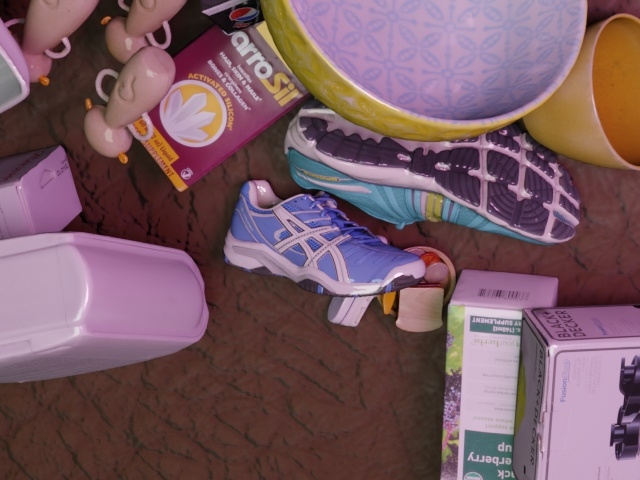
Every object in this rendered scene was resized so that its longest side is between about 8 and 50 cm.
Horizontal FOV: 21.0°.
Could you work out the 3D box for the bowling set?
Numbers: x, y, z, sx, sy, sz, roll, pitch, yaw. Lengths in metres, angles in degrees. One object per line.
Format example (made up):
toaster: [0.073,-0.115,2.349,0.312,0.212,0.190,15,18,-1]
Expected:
bowling set: [-0.190,-0.216,1.522,0.287,0.200,0.154,53,136,9]

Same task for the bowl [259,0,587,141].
bowl: [0.063,-0.199,1.448,0.289,0.289,0.156,42,150,-4]

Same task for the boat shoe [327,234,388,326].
boat shoe: [0.044,0.040,1.634,0.035,0.035,0.100,19,111,-24]

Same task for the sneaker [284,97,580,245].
sneaker: [0.101,-0.058,1.560,0.275,0.107,0.110,18,148,-2]

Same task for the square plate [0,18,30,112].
square plate: [-0.405,-0.242,1.535,0.344,0.049,0.347,57,149,-9]

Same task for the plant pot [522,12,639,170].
plant pot: [0.230,-0.121,1.489,0.095,0.134,0.134,-8,110,41]

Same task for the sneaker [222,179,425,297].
sneaker: [0.000,0.000,1.580,0.211,0.080,0.081,13,104,29]

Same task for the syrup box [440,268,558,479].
syrup box: [0.166,0.154,1.610,0.093,0.096,0.236,5,110,11]

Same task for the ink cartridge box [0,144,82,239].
ink cartridge box: [-0.333,-0.024,1.640,0.175,0.127,0.072,-11,107,16]

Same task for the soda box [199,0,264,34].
soda box: [-0.080,-0.268,1.487,0.060,0.053,0.168,-19,68,18]

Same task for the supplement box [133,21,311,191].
supplement box: [-0.080,-0.144,1.565,0.188,0.081,0.104,-35,99,21]

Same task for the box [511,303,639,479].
box: [0.321,0.142,1.523,0.290,0.087,0.169,-3,111,-9]

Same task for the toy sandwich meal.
toy sandwich meal: [0.090,0.046,1.610,0.086,0.029,0.085,-5,117,-10]

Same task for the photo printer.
photo printer: [-0.257,0.066,1.568,0.256,0.307,0.107,-11,82,18]
